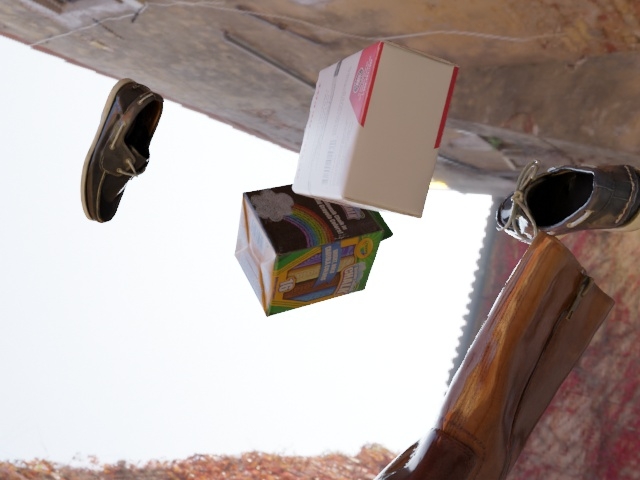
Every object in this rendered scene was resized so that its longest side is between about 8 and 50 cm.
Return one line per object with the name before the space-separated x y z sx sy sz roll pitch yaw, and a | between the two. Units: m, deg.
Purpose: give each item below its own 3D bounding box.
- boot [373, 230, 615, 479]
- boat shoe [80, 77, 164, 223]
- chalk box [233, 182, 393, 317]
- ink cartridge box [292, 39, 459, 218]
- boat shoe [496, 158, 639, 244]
boot | 0.084 0.126 0.412 0.264 0.096 0.280 23 -80 -48
boat shoe | -0.307 -0.128 1.030 0.233 0.079 0.084 -68 -18 12
chalk box | 0.000 0.000 1.313 0.289 0.180 0.179 -11 -41 -25
ink cartridge box | 0.054 -0.126 0.804 0.100 0.237 0.172 13 -88 -16
boat shoe | 0.264 -0.042 0.758 0.079 0.254 0.095 12 -90 -14
